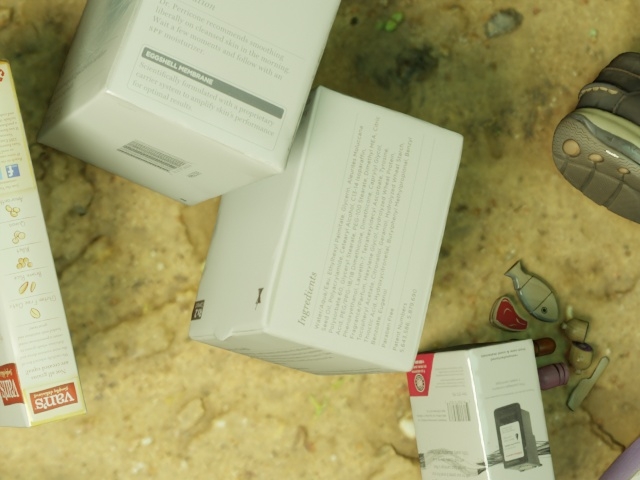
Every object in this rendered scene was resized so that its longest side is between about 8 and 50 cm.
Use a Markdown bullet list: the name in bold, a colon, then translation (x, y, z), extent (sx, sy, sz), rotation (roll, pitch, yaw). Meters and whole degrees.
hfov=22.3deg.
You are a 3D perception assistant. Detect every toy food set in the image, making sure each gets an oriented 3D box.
- **toy food set**: translation (0.188, 0.083, 1.349), extent (0.122, 0.019, 0.078), rotation (42, 72, -12)

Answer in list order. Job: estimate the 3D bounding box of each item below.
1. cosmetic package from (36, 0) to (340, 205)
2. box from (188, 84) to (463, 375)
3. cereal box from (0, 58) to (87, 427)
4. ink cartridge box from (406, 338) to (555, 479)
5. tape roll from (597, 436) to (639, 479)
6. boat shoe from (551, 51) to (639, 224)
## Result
- **cosmetic package**: translation (-0.085, -0.162, 1.159), extent (0.138, 0.224, 0.224), rotation (24, 77, -18)
- **box**: translation (0.000, 0.000, 1.199), extent (0.119, 0.181, 0.181), rotation (17, 79, -19)
- **cereal box**: translation (-0.223, 0.009, 1.118), extent (0.047, 0.173, 0.240), rotation (-11, 88, -22)
- **ink cartridge box**: translation (0.125, 0.157, 1.269), extent (0.063, 0.109, 0.150), rotation (-8, 88, -25)
- **tape roll**: translation (0.301, 0.230, 1.240), extent (0.090, 0.275, 0.275), rotation (44, 72, -12)
- **boat shoe**: translation (0.366, -0.039, 1.371), extent (0.355, 0.132, 0.130), rotation (33, 74, -16)
